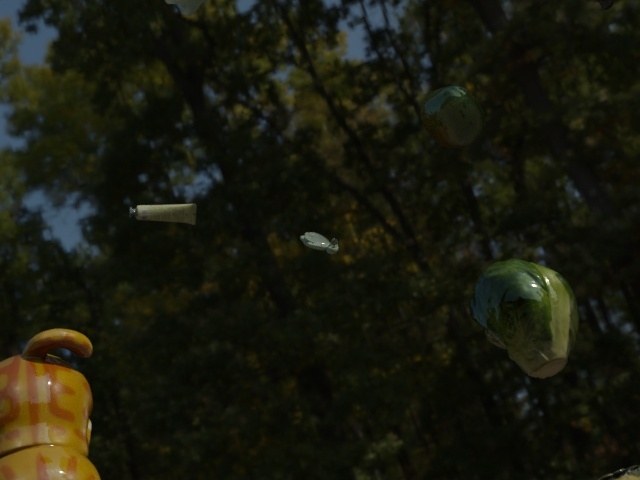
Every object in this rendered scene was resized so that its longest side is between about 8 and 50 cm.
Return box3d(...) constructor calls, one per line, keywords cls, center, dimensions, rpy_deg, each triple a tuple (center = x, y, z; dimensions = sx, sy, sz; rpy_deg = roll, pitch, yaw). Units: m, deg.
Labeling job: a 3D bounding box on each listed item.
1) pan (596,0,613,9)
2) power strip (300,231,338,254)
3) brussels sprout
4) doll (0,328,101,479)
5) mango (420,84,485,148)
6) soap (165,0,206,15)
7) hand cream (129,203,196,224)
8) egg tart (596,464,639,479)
box3d(cls="pan", center=(0.558, -0.567, 2.122), dimensions=(0.040, 0.212, 0.115), rpy_deg=(-18, -20, 20))
box3d(cls="power strip", center=(0.000, 0.000, 2.177), dimensions=(0.055, 0.083, 0.035), rpy_deg=(-36, -34, -57))
box3d(cls="brussels sprout", center=(0.303, 0.106, 1.540), dimensions=(0.131, 0.183, 0.146), rpy_deg=(12, -69, -47))
box3d(cls="doll", center=(-0.359, 0.269, 1.325), dimensions=(0.166, 0.270, 0.162), rpy_deg=(-6, -31, -18))
box3d(cls="mango", center=(0.246, -0.232, 1.945), dimensions=(0.092, 0.130, 0.195), rpy_deg=(-46, -14, -9))
box3d(cls="soap", center=(-0.273, -0.571, 1.953), dimensions=(0.159, 0.265, 0.087), rpy_deg=(-39, -24, 14))
box3d(cls="hand cream", center=(-0.242, -0.041, 1.608), dimensions=(0.102, 0.035, 0.022), rpy_deg=(0, 20, -15))
box3d(cls="egg tart", center=(0.430, 0.404, 1.499), dimensions=(0.314, 0.120, 0.315), rpy_deg=(-19, -27, -10))
